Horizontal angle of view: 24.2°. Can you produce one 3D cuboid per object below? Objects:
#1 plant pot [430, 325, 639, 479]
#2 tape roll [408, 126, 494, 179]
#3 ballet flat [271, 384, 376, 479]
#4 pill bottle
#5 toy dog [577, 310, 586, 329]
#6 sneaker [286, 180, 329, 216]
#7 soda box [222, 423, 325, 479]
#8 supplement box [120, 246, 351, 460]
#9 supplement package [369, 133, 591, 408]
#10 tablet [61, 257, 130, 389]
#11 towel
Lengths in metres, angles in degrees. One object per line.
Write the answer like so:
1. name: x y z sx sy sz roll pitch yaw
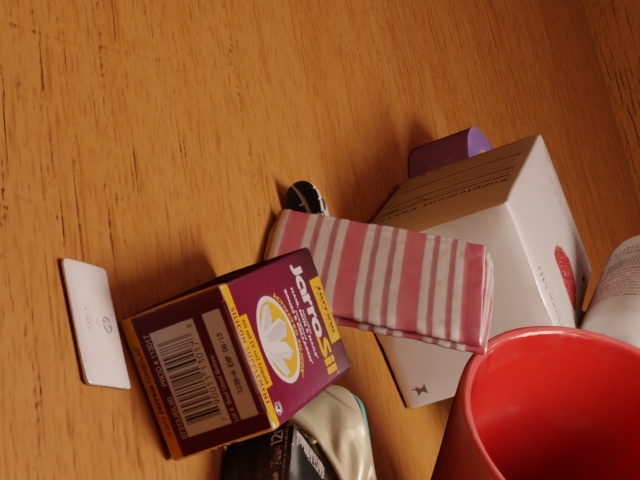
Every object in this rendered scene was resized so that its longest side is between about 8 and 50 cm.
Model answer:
1. plant pot: 0.201 0.248 1.250 0.275 0.275 0.243 -90 -162 -51
2. tape roll: 0.181 -0.038 1.811 0.189 0.080 0.189 55 24 -40
3. ballet flat: 0.013 0.232 1.122 0.086 0.086 0.248 15 57 -67
4. pill bottle: 0.329 0.103 1.523 0.131 0.131 0.229 63 36 -22
5. toy dog: 0.250 0.257 1.606 0.161 0.220 0.333 -11 72 -39
6. sneaker: 0.000 0.000 1.344 0.044 0.040 0.109 30 47 -74
7. soda box: -0.036 0.210 1.013 0.053 0.060 0.169 55 25 -34
8. supplement box: -0.054 0.076 1.061 0.104 0.081 0.188 70 19 -2
9. supplement package: 0.165 0.025 1.560 0.177 0.175 0.293 68 20 -11
10. tablet: -0.143 0.054 0.954 0.054 0.006 0.083 22 51 -65
11. towel: 0.047 0.036 1.255 0.144 0.197 0.029 -76 175 -58
